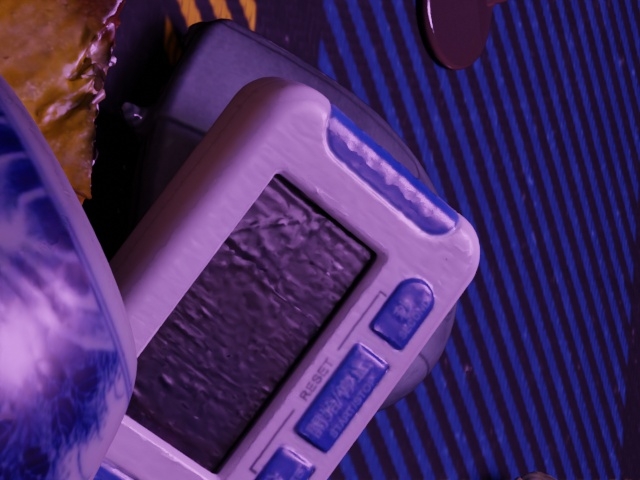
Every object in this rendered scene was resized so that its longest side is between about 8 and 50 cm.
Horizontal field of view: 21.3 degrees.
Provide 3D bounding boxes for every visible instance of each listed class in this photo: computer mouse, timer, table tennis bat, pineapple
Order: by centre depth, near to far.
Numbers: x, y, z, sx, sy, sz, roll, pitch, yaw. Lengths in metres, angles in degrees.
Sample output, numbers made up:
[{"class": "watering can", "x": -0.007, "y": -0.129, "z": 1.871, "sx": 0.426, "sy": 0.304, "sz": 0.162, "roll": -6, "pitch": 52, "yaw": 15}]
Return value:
[{"class": "pineapple", "x": -0.187, "y": -0.120, "z": 0.828, "sx": 0.164, "sy": 0.140, "sz": 0.250, "roll": -6, "pitch": 79, "yaw": -18}, {"class": "timer", "x": -0.042, "y": 0.048, "z": 0.964, "sx": 0.178, "sy": 0.078, "sz": 0.253, "roll": 40, "pitch": 85, "yaw": -27}, {"class": "computer mouse", "x": 0.000, "y": 0.000, "z": 1.107, "sx": 0.371, "sy": 0.122, "sz": 0.188, "roll": 39, "pitch": 58, "yaw": -49}, {"class": "table tennis bat", "x": 0.167, "y": -0.196, "z": 1.365, "sx": 0.170, "sy": 0.119, "sz": 0.107, "roll": -25, "pitch": 113, "yaw": -54}]

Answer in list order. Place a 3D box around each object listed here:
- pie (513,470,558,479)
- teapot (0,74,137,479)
[{"class": "pie", "x": 0.178, "y": 0.342, "z": 1.427, "sx": 0.306, "sy": 0.071, "sz": 0.306, "roll": 3, "pitch": 90, "yaw": -72}, {"class": "teapot", "x": -0.225, "y": 0.047, "z": 0.644, "sx": 0.280, "sy": 0.252, "sz": 0.424, "roll": -26, "pitch": 96, "yaw": -16}]
